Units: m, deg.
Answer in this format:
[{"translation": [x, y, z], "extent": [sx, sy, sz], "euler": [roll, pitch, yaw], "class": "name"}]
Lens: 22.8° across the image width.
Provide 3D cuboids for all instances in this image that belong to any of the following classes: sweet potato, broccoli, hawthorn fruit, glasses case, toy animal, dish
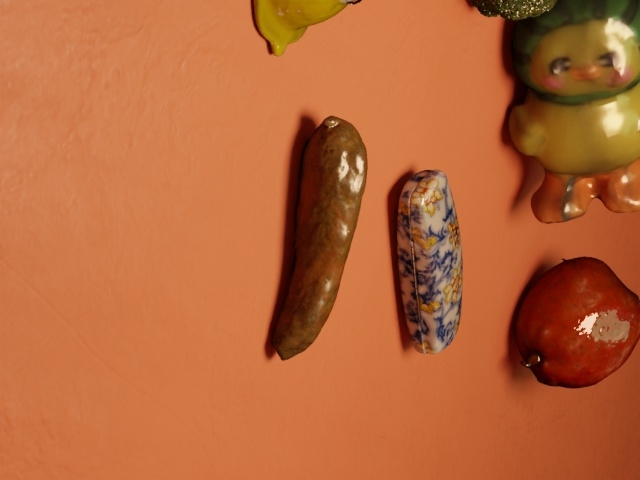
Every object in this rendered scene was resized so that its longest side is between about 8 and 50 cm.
[{"translation": [0.000, 0.000, 1.712], "extent": [0.075, 0.075, 0.273], "euler": [-10, 115, -59], "class": "sweet potato"}, {"translation": [0.247, -0.344, 1.942], "extent": [0.138, 0.146, 0.162], "euler": [46, 77, -21], "class": "broccoli"}, {"translation": [0.363, 0.130, 2.312], "extent": [0.202, 0.185, 0.185], "euler": [-36, 134, -26], "class": "hawthorn fruit"}, {"translation": [0.137, 0.028, 1.960], "extent": [0.087, 0.065, 0.248], "euler": [-43, 136, -43], "class": "glasses case"}, {"translation": [0.356, -0.203, 2.133], "extent": [0.191, 0.216, 0.338], "euler": [-83, 164, -55], "class": "toy animal"}, {"translation": [0.002, -0.282, 1.580], "extent": [0.149, 0.080, 0.208], "euler": [-3, 103, -60], "class": "dish"}]
